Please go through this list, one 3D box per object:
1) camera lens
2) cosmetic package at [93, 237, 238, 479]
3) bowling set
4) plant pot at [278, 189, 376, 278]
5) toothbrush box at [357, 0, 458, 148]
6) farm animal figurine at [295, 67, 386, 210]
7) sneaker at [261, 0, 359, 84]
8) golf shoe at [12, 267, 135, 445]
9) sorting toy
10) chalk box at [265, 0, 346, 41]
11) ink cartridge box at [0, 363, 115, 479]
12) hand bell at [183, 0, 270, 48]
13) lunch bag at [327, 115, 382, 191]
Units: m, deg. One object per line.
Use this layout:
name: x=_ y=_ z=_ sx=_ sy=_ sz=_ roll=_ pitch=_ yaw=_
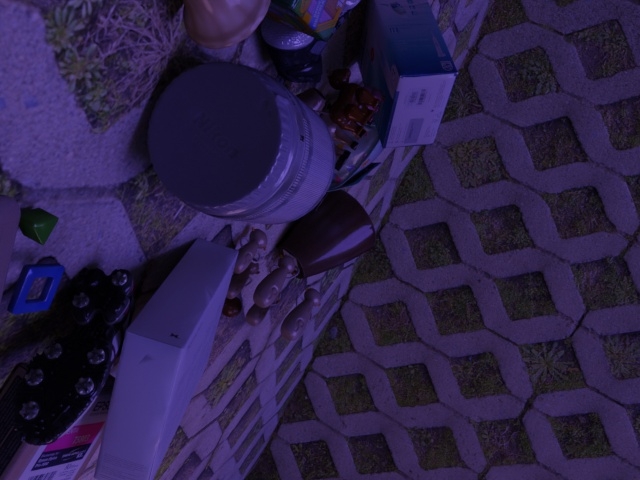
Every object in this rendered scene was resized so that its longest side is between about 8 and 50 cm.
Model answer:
camera lens: x=-0.107 y=-0.137 z=0.918 sx=0.219 sy=0.219 sz=0.274 roll=-62 pitch=166 yaw=7
cosmetic package: x=-0.257 y=0.195 z=1.051 sx=0.377 sy=0.098 sz=0.284 roll=-77 pitch=-172 yaw=-69
bowling set: x=-0.155 y=0.104 z=1.446 sx=0.287 sy=0.200 sz=0.154 roll=58 pitch=45 yaw=-25
plant pot: x=0.000 y=0.000 z=1.689 sx=0.230 sy=0.215 sz=0.215 roll=-36 pitch=156 yaw=-26
toothbrush box: x=0.180 y=-0.387 z=1.322 sx=0.216 sy=0.126 sz=0.295 roll=99 pitch=-16 yaw=-58
farm animal figurine: x=-0.015 y=-0.214 z=1.214 sx=0.326 sy=0.172 sz=0.330 roll=-59 pitch=180 yaw=1
sneaker: x=-0.006 y=-0.380 z=1.059 sx=0.268 sy=0.101 sz=0.153 roll=-47 pitch=162 yaw=-27
golf shoe: x=-0.325 y=0.168 z=0.841 sx=0.120 sy=0.105 sz=0.272 roll=94 pitch=8 yaw=-49
sorting toy: x=-0.406 y=0.052 z=0.605 sx=0.348 sy=0.047 sz=0.195 roll=-31 pitch=143 yaw=-65
chalk box: x=-0.047 y=-0.384 z=0.824 sx=0.132 sy=0.132 sz=0.213 roll=-63 pitch=165 yaw=11
ink cartridge box: x=-0.428 y=0.302 z=0.939 sx=0.193 sy=0.088 sz=0.234 roll=-58 pitch=166 yaw=-6
hand bell: x=-0.160 y=-0.326 z=0.645 sx=0.126 sy=0.126 sz=0.242 roll=-60 pitch=155 yaw=-1
lunch bag: x=0.081 y=-0.241 z=1.533 sx=0.262 sy=0.160 sz=0.223 roll=-56 pitch=174 yaw=33
